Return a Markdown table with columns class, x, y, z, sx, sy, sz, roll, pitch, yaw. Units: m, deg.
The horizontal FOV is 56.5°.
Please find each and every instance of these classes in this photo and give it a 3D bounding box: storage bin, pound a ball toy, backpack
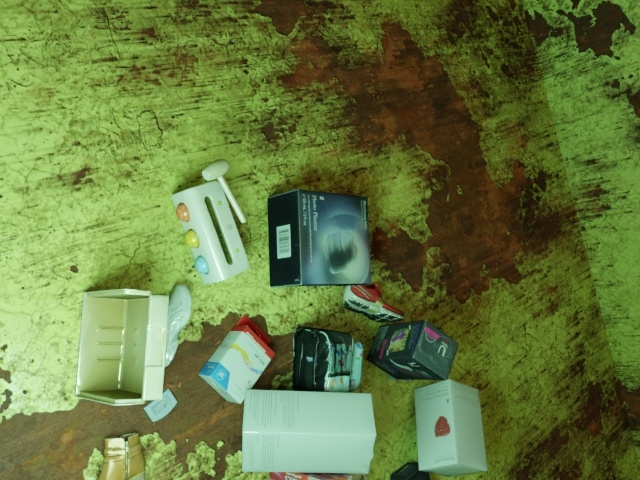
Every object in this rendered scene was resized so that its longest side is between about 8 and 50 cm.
| class | x | y | z | sx | sy | sz | roll | pitch | yaw |
| --- | --- | --- | --- | --- | --- | --- | --- | --- | --- |
| storage bin | -0.485 | 0.258 | 1.461 | 0.123 | 0.260 | 0.262 | 10 | 78 | -41 |
| storage bin | 0.333 | 0.900 | 2.120 | 0.122 | 0.084 | 0.180 | -19 | 95 | -38 |
| pound a ball toy | -0.310 | -0.046 | 1.670 | 0.135 | 0.208 | 0.319 | -25 | 100 | -38 |
| backpack | 0.013 | 0.404 | 1.852 | 0.191 | 0.225 | 0.254 | 12 | 80 | -31 |

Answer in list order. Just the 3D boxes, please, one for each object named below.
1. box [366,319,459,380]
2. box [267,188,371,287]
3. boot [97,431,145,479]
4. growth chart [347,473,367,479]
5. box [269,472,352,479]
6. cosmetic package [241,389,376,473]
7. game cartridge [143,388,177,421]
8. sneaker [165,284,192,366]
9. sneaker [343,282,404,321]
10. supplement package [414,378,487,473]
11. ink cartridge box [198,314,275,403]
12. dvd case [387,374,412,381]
| class | x | y | z | sx | sy | sz | roll | pitch | yaw |
| --- | --- | --- | --- | --- | --- | --- | --- | --- | --- |
| box | 0.312 | 0.381 | 2.045 | 0.165 | 0.270 | 0.143 | 35 | 64 | -20 |
| box | 0.000 | 0.000 | 1.924 | 0.294 | 0.182 | 0.296 | 2 | 83 | -39 |
| boot | -0.535 | 0.576 | 1.497 | 0.197 | 0.073 | 0.152 | -3 | 87 | -50 |
| growth chart | 0.058 | 0.771 | 1.962 | 0.237 | 0.021 | 0.172 | -12 | 92 | -38 |
| box | -0.034 | 0.735 | 1.745 | 0.122 | 0.256 | 0.128 | 10 | 78 | -39 |
| cosmetic package | -0.037 | 0.544 | 1.686 | 0.365 | 0.197 | 0.155 | 3 | 36 | -6 |
| game cartridge | -0.435 | 0.452 | 1.625 | 0.083 | 0.017 | 0.056 | -37 | 103 | -35 |
| sneaker | -0.429 | 0.221 | 1.618 | 0.115 | 0.090 | 0.232 | 26 | 68 | -29 |
| sneaker | 0.200 | 0.212 | 2.103 | 0.279 | 0.107 | 0.118 | 29 | 58 | -34 |
| supplement package | 0.465 | 0.678 | 2.145 | 0.175 | 0.177 | 0.293 | 26 | 50 | -33 |
| ink cartridge box | -0.231 | 0.345 | 1.759 | 0.134 | 0.078 | 0.231 | 49 | 57 | -22 |
| dvd case | 0.297 | 0.472 | 2.196 | 0.119 | 0.013 | 0.087 | 16 | 74 | -36 |
